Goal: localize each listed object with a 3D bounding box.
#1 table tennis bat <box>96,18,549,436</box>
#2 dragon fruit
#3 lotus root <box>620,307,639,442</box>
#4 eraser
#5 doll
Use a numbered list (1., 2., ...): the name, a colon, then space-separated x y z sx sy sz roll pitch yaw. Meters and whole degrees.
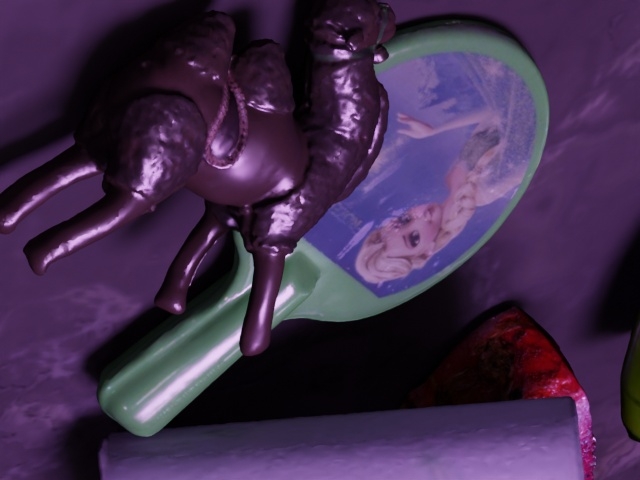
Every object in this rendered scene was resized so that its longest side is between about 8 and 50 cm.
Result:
1. table tennis bat: 0.000 0.000 0.888 0.257 0.039 0.160 -40 141 5
2. dragon fruit: 0.093 0.120 1.057 0.096 0.102 0.147 -30 137 -19
3. lotus root: 0.252 0.022 1.033 0.186 0.186 0.186 -22 144 -17
4. eraser: 0.017 0.149 0.958 0.227 0.081 0.174 -4 141 6
5. doll: -0.035 -0.040 0.783 0.139 0.057 0.165 30 94 -39
